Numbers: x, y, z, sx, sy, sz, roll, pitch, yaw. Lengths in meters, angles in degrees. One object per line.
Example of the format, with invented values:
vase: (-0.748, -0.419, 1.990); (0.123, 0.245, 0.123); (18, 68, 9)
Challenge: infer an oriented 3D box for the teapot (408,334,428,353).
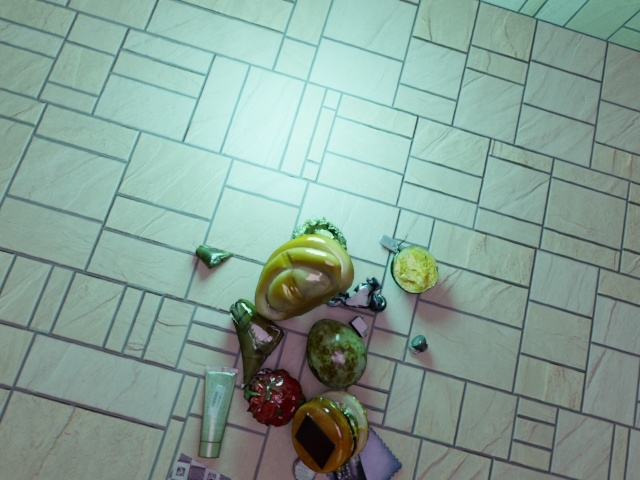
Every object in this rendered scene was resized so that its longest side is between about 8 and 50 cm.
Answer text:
teapot: (0.426, 0.457, 1.939); (0.088, 0.066, 0.057); (-37, 102, 10)

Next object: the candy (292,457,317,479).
candy: (-0.062, 0.921, 1.796); (0.103, 0.043, 0.103); (2, 79, -8)

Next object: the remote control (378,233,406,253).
remote control: (0.349, 0.035, 2.034); (0.184, 0.027, 0.050); (31, 78, -4)

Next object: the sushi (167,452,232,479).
sushi: (-0.475, 1.054, 1.712); (0.339, 0.069, 0.320); (28, 77, 0)

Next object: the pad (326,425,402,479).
pad: (0.160, 0.916, 1.836); (0.269, 0.012, 0.270); (-41, 85, -12)

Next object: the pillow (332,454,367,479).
pillow: (0.103, 0.897, 1.799); (0.141, 0.055, 0.209); (-13, 77, -6)

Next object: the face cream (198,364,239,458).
face cream: (-0.421, 0.684, 1.797); (0.137, 0.084, 0.342); (7, 69, -6)

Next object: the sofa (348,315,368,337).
sofa: (0.171, 0.361, 1.884); (0.060, 0.147, 0.085); (-37, 81, -8)

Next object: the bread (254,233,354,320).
bread: (-0.069, 0.175, 1.791); (0.423, 0.245, 0.329); (-33, 109, 22)

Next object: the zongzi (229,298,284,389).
zongzi: (-0.322, 0.418, 1.843); (0.260, 0.123, 0.289); (38, 86, 10)

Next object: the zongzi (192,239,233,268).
zongzi: (-0.473, 0.040, 1.944); (0.130, 0.062, 0.154); (-34, 67, -32)

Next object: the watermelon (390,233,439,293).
watermelon: (0.398, 0.126, 1.965); (0.232, 0.127, 0.204); (40, 78, 0)

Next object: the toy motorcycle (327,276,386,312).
toy motorcycle: (0.156, 0.224, 1.935); (0.270, 0.106, 0.159); (8, 73, 8)

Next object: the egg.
egg: (0.057, 0.454, 1.810); (0.238, 0.238, 0.289); (-33, 65, -11)

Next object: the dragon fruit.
dragon fruit: (-0.158, 0.623, 1.785); (0.292, 0.233, 0.234); (12, 75, -35)

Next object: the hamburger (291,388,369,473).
hamburger: (0.046, 0.719, 1.703); (0.225, 0.290, 0.291); (1, 73, -51)

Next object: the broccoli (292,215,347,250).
broccoli: (0.000, 0.001, 1.929); (0.226, 0.176, 0.198); (21, 77, 14)
